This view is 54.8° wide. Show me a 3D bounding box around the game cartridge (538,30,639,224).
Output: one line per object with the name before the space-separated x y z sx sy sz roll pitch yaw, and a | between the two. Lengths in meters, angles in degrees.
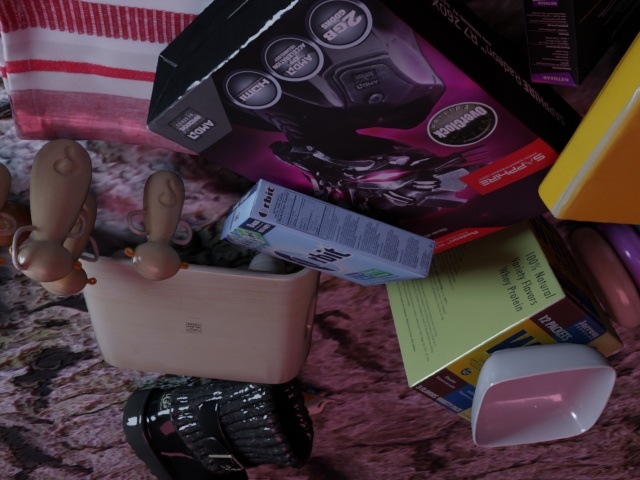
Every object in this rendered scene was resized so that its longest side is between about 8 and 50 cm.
game cartridge | 0.365 -0.138 0.469 0.286 0.052 0.323 3 134 -17

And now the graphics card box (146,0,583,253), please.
graphics card box | 0.064 -0.106 0.566 0.371 0.094 0.233 26 145 -38

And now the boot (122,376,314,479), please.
boot | -0.124 0.340 0.994 0.260 0.131 0.347 -13 132 13

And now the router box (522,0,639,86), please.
router box | 0.227 -0.232 0.503 0.179 0.046 0.133 -47 136 -24

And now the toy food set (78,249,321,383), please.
toy food set | -0.158 0.080 0.808 0.306 0.092 0.219 6 134 -2

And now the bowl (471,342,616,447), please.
bowl | 0.229 0.161 0.661 0.142 0.053 0.142 -7 132 -2

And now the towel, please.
towel | -0.169 -0.201 0.530 0.237 0.037 0.329 3 143 -9

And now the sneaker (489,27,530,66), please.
sneaker | 0.102 -0.178 0.594 0.221 0.083 0.087 24 132 -22

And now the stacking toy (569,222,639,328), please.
stacking toy | 0.487 -0.023 0.747 0.330 0.141 0.141 -29 129 14

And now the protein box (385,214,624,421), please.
protein box | 0.207 0.075 0.753 0.201 0.199 0.136 -38 126 25

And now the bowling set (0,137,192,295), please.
bowling set | -0.295 -0.002 0.639 0.287 0.154 0.200 17 145 -29

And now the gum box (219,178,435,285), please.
gum box | 0.000 0.000 0.646 0.185 0.041 0.157 19 167 -16

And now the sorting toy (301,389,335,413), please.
sorting toy | -0.018 0.270 1.019 0.075 0.044 0.083 12 140 -30
